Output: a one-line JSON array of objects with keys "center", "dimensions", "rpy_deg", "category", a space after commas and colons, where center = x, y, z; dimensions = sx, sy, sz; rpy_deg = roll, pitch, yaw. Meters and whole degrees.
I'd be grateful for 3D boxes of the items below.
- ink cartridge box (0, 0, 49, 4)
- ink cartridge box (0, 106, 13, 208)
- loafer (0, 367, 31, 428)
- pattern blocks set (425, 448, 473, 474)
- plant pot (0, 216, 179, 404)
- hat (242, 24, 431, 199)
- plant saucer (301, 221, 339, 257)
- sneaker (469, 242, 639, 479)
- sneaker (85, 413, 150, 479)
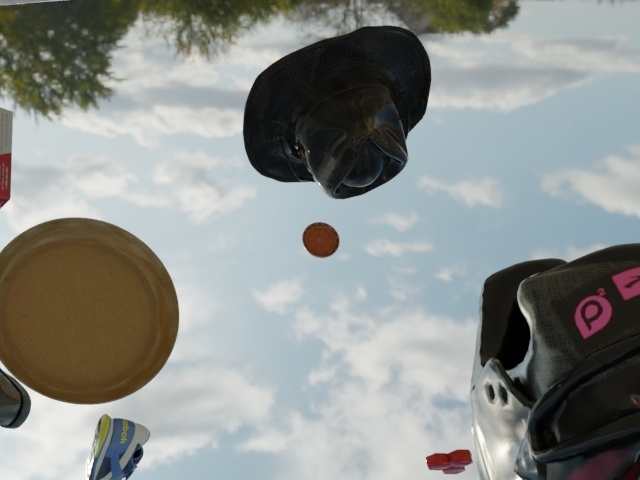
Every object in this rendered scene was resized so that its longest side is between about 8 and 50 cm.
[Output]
[{"center": [-0.526, -0.490, 1.054], "dimensions": [0.384, 0.308, 0.091], "rpy_deg": [-8, -150, -8], "category": "ink cartridge box"}, {"center": [-0.461, -0.096, 0.847], "dimensions": [0.127, 0.128, 0.176], "rpy_deg": [-29, 149, 36], "category": "ink cartridge box"}, {"center": [-0.606, 0.237, 1.295], "dimensions": [0.267, 0.096, 0.084], "rpy_deg": [21, 174, 32], "category": "loafer"}, {"center": [0.377, 0.369, 1.301], "dimensions": [0.324, 0.285, 0.026], "rpy_deg": [21, -133, -30], "category": "pattern blocks set"}, {"center": [-0.289, 0.086, 0.919], "dimensions": [0.236, 0.236, 0.032], "rpy_deg": [-20, 171, -39], "category": "plant pot"}, {"center": [0.043, -0.146, 1.097], "dimensions": [0.331, 0.331, 0.134], "rpy_deg": [-9, -121, -20], "category": "hat"}, {"center": [0.000, 0.000, 1.635], "dimensions": [0.083, 0.083, 0.013], "rpy_deg": [-8, 159, -17], "category": "plant saucer"}, {"center": [0.159, 0.109, 0.341], "dimensions": [0.185, 0.202, 0.483], "rpy_deg": [-17, -172, -5], "category": "sneaker"}, {"center": [-0.240, 0.261, 0.873], "dimensions": [0.059, 0.144, 0.053], "rpy_deg": [9, -142, -24], "category": "sneaker"}]
